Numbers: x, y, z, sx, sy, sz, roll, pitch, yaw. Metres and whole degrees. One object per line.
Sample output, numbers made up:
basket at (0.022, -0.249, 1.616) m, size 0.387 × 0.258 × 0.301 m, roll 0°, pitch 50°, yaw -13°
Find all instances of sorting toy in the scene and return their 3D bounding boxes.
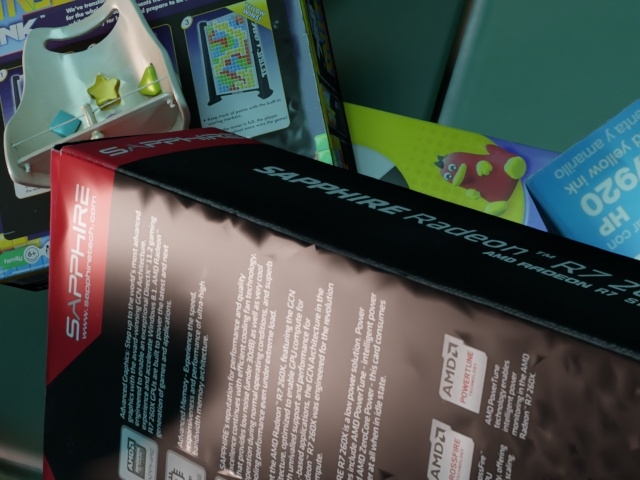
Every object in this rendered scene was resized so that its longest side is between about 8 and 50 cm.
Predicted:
sorting toy at (-0.097, -0.069, 0.694) m, size 0.083 × 0.045 × 0.075 m, roll -22°, pitch 70°, yaw 13°

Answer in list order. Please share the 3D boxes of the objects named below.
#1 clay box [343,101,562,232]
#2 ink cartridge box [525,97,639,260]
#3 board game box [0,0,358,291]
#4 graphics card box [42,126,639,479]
clay box at (0.000, 0.000, 0.754) m, size 0.222 × 0.053 × 0.127 m, roll 15°, pitch 76°, yaw 21°
ink cartridge box at (0.221, 0.044, 0.605) m, size 0.168 × 0.171 × 0.233 m, roll -35°, pitch 65°, yaw 3°
board game box at (-0.077, -0.064, 0.732) m, size 0.170 × 0.048 × 0.141 m, roll -13°, pitch 78°, yaw 14°
graphics card box at (0.043, 0.109, 0.564) m, size 0.371 × 0.094 × 0.233 m, roll 19°, pitch 111°, yaw 43°
